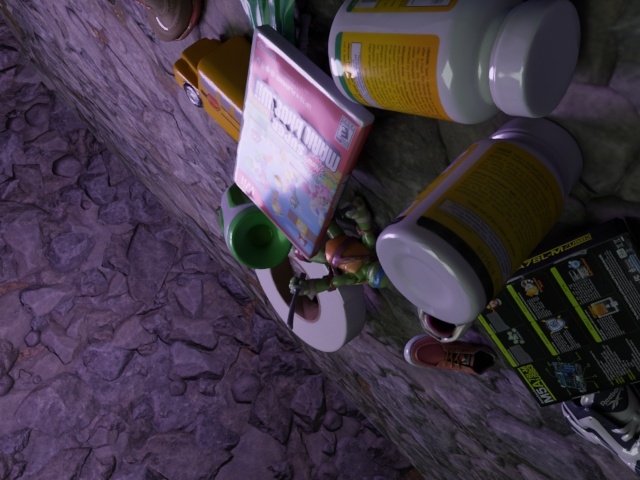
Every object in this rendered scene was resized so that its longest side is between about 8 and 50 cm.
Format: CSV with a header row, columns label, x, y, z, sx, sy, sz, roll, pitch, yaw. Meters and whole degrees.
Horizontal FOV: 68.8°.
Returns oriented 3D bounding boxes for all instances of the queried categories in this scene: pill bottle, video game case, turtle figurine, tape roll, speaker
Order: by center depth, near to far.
label,x,y,z,sx,sy,sz,roll,pitch,yaw
pill bottle,0.114,-0.173,0.434,0.208,0.117,0.118,26,152,44
pill bottle,0.165,-0.027,0.472,0.119,0.208,0.119,40,159,19
video game case,-0.044,-0.124,0.673,0.204,0.025,0.285,46,145,18
turtle figurine,0.000,0.000,0.895,0.266,0.274,0.198,31,121,47
speaker,-0.133,-0.045,0.940,0.131,0.131,0.296,55,179,-22
tape roll,-0.042,0.105,1.201,0.392,0.072,0.392,36,142,35

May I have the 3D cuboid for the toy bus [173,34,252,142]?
label,x,y,z,sx,sy,sz,roll,pitch,yaw
toy bus,-0.105,-0.224,0.796,0.332,0.108,0.130,45,160,6

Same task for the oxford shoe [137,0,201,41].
label,x,y,z,sx,sy,sz,roll,pitch,yaw
oxford shoe,-0.269,-0.418,0.727,0.123,0.130,0.348,47,160,-1

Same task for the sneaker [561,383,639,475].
label,x,y,z,sx,sy,sz,roll,pitch,yaw
sneaker,0.423,0.243,0.627,0.153,0.094,0.235,47,172,-27

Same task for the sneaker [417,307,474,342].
label,x,y,z,sx,sy,sz,roll,pitch,yaw
sneaker,0.211,0.119,0.802,0.103,0.111,0.252,40,159,18

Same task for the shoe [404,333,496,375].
label,x,y,z,sx,sy,sz,roll,pitch,yaw
shoe,0.249,0.216,0.886,0.177,0.064,0.081,10,174,-30

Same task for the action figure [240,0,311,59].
label,x,y,z,sx,sy,sz,roll,pitch,yaw
action figure,-0.057,-0.293,0.634,0.137,0.063,0.232,30,150,35

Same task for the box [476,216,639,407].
label,x,y,z,sx,sy,sz,roll,pitch,yaw
box,0.294,0.093,0.537,0.184,0.045,0.191,-30,105,33

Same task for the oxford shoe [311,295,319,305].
label,x,y,z,sx,sy,sz,roll,pitch,yaw
oxford shoe,0.032,0.171,1.313,0.096,0.083,0.227,40,159,13
